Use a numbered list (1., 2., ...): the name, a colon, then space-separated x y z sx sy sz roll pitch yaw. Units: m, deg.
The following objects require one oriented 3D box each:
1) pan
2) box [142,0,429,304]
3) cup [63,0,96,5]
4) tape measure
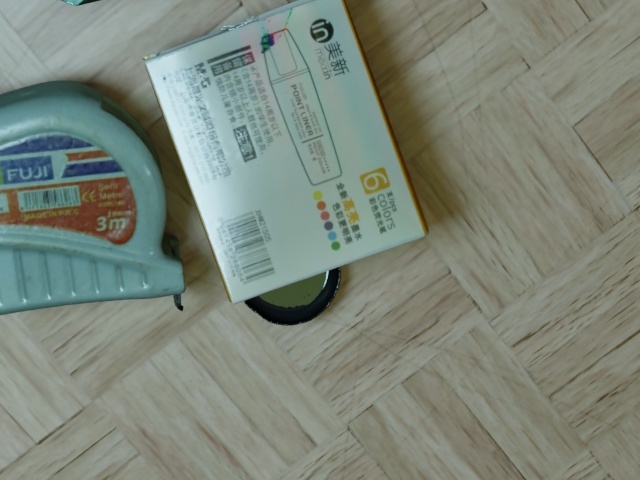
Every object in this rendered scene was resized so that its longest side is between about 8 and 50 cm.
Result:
1. pan: 0.000 -0.001 1.479 0.212 0.040 0.115 -43 102 4
2. box: -0.035 -0.096 1.404 0.221 0.091 0.273 -18 95 0
3. cup: -0.222 -0.287 1.287 0.134 0.235 0.148 19 100 -10
4. tape measure: -0.269 -0.038 1.406 0.243 0.125 0.246 -7 108 -9
